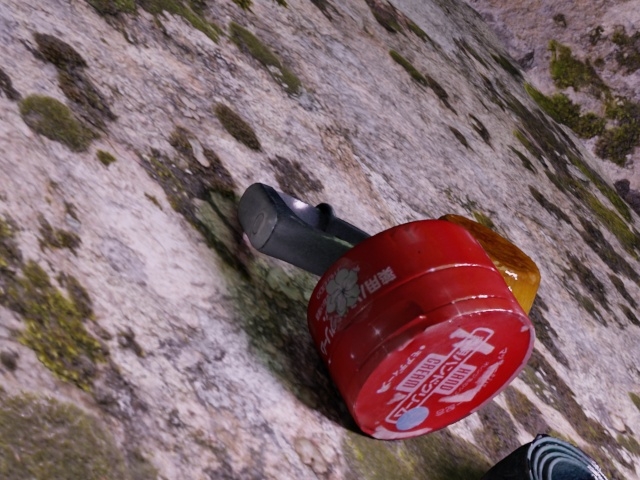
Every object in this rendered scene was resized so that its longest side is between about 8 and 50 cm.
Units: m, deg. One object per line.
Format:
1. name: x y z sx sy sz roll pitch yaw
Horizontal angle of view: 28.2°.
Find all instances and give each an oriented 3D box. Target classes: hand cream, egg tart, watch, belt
1. hand cream: 0.107 0.097 1.398 0.230 0.230 0.149 22 31 -44
2. egg tart: 0.174 0.070 1.634 0.215 0.171 0.215 27 17 -9
3. watch: 0.000 0.000 1.514 0.193 0.068 0.206 23 8 -20
4. belt: 0.263 0.327 1.415 0.267 0.116 0.206 9 45 -59
